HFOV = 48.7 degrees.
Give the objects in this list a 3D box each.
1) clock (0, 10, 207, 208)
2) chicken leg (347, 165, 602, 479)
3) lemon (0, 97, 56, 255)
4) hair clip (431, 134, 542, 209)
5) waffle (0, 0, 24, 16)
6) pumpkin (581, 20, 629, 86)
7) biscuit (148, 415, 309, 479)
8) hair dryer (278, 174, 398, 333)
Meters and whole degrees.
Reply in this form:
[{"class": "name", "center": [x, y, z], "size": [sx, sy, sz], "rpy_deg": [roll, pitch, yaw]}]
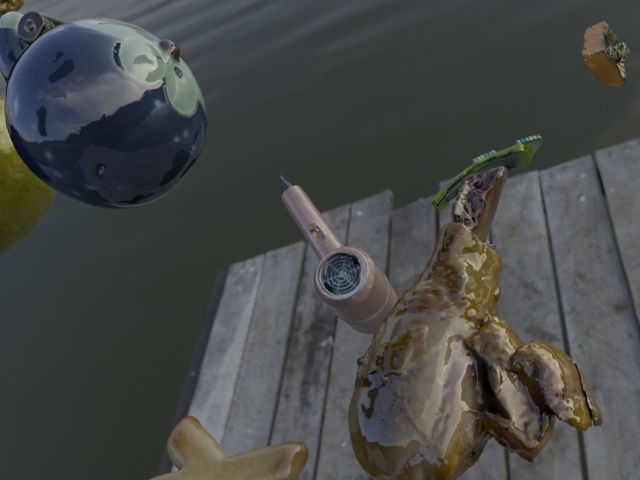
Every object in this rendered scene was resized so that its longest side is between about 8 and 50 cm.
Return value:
[{"class": "clock", "center": [-0.188, -0.114, 0.612], "size": [0.147, 0.199, 0.243], "rpy_deg": [-62, 31, 2]}, {"class": "chicken leg", "center": [0.192, 0.116, 0.828], "size": [0.295, 0.182, 0.410], "rpy_deg": [12, 84, 40]}, {"class": "lemon", "center": [-0.421, -0.082, 0.874], "size": [0.184, 0.184, 0.248], "rpy_deg": [17, 65, 47]}, {"class": "hair clip", "center": [0.253, -0.104, 1.089], "size": [0.188, 0.060, 0.033], "rpy_deg": [-29, 58, 9]}, {"class": "waffle", "center": [-0.624, -0.369, 1.078], "size": [0.261, 0.151, 0.324], "rpy_deg": [5, 41, 5]}, {"class": "pumpkin", "center": [0.442, -0.284, 1.083], "size": [0.054, 0.083, 0.074], "rpy_deg": [-19, 46, 42]}, {"class": "biscuit", "center": [-0.133, 0.317, 0.929], "size": [0.207, 0.047, 0.164], "rpy_deg": [5, 47, 25]}, {"class": "hair dryer", "center": [0.000, 0.000, 1.241], "size": [0.106, 0.189, 0.344], "rpy_deg": [-38, 60, 3]}]
